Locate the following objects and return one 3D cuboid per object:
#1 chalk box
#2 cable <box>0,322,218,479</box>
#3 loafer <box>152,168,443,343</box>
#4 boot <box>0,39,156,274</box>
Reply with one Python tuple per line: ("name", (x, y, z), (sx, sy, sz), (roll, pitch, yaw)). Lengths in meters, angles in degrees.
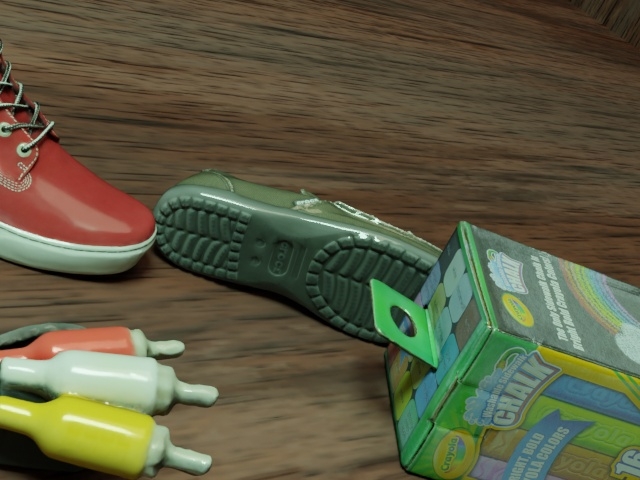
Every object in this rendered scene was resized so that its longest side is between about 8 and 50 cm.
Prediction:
("chalk box", (0.127, 0.087, 0.703), (0.213, 0.132, 0.132), (19, 29, -12))
("cable", (-0.199, 0.066, 0.523), (0.287, 0.072, 0.139), (12, 25, -24))
("loafer", (0.000, 0.000, 0.780), (0.251, 0.094, 0.087), (22, 32, -9))
("boot", (-0.205, -0.090, 0.674), (0.244, 0.176, 0.088), (24, 26, -7))
